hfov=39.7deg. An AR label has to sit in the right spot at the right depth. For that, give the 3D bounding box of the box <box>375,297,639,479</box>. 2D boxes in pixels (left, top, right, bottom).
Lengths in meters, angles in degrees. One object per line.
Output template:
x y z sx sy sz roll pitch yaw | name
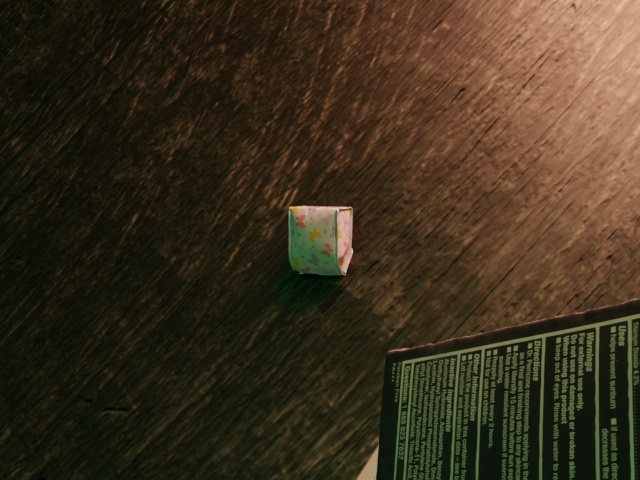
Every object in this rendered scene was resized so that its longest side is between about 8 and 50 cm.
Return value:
0.196 0.218 0.639 0.294 0.182 0.296 -22 55 50 | box

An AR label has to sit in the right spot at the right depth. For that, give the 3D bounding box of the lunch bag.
0.000 0.000 1.078 0.071 0.053 0.083 2 93 27 | lunch bag

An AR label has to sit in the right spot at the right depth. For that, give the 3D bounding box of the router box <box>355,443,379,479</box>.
0.157 0.316 0.833 0.301 0.082 0.335 31 83 34 | router box
